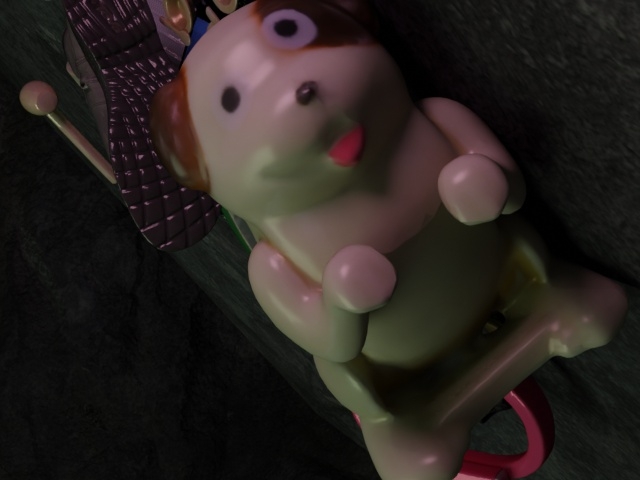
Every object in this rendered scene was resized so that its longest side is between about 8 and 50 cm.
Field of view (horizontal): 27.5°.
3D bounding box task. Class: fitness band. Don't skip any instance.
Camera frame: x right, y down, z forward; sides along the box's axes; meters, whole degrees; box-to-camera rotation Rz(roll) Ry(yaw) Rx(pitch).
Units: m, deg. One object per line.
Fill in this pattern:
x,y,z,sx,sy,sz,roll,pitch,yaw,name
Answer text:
0.162,0.219,1.684,0.291,0.054,0.209,7,124,36,fitness band

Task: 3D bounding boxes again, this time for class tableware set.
-0.121,-0.245,1.312,0.141,0.020,0.168,44,145,32,tableware set

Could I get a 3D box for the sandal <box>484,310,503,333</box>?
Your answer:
0.229,0.108,1.564,0.072,0.049,0.180,49,-176,2,sandal

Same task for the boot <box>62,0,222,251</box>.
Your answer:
-0.200,-0.131,1.461,0.222,0.118,0.338,127,127,-73,boot

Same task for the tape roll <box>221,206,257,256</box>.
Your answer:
-0.039,-0.004,1.702,0.321,0.077,0.321,53,168,16,tape roll

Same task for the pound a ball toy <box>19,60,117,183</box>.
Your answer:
-0.275,-0.176,1.871,0.136,0.208,0.319,31,164,48,pound a ball toy

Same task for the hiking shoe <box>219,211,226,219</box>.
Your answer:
-0.148,-0.085,2.144,0.227,0.086,0.114,43,-176,34,hiking shoe

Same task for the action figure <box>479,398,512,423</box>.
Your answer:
0.143,0.154,1.804,0.276,0.141,0.164,15,155,37,action figure

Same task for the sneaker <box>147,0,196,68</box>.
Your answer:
-0.144,-0.205,1.587,0.258,0.094,0.091,40,164,14,sneaker

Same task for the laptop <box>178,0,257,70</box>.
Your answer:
-0.124,-0.212,1.379,0.234,0.136,0.264,33,165,43,laptop

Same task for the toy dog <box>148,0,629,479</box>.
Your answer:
0.040,-0.046,1.197,0.408,0.285,0.395,52,-176,-33,toy dog
